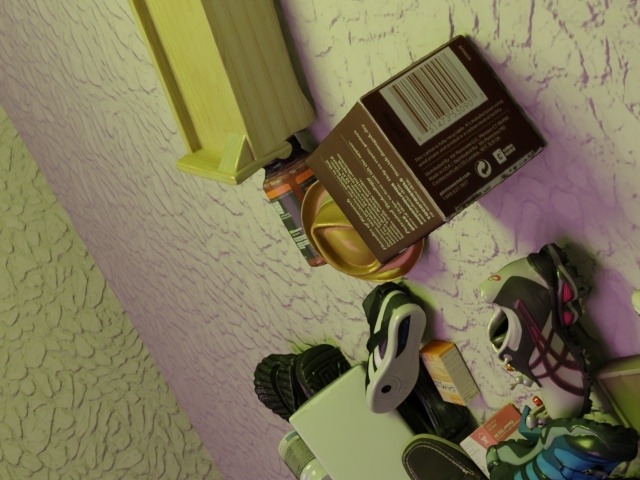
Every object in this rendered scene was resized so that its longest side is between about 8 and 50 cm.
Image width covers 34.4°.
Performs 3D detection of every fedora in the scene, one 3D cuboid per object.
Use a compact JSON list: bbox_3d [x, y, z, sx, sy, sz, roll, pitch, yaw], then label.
[{"bbox_3d":[0.051,-0.007,1.502,0.194,0.079,0.194,11,120,20],"label":"fedora"}]

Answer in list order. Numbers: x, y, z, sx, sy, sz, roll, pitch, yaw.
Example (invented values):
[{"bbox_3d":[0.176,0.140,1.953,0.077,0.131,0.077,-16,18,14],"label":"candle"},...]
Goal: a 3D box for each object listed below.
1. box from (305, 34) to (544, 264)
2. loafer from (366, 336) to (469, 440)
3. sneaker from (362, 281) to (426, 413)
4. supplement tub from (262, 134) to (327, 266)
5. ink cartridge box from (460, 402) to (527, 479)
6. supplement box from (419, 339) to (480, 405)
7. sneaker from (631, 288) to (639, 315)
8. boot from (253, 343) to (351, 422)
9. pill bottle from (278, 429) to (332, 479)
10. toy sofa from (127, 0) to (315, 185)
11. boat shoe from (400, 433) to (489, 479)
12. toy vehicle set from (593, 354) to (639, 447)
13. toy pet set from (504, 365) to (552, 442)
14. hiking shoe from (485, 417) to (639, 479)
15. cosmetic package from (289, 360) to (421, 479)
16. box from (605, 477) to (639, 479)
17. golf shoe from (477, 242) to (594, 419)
[{"bbox_3d":[0.118,-0.102,1.226,0.167,0.168,0.203,53,157,2],"label":"box"},{"bbox_3d":[0.150,0.244,1.729,0.223,0.078,0.076,46,154,21],"label":"loafer"},{"bbox_3d":[0.106,0.163,1.667,0.121,0.079,0.216,-123,40,-50],"label":"sneaker"},{"bbox_3d":[-0.020,-0.064,1.616,0.197,0.106,0.106,60,156,-9],"label":"supplement tub"},{"bbox_3d":[0.315,0.357,1.582,0.198,0.067,0.115,49,156,13],"label":"ink cartridge box"},{"bbox_3d":[0.203,0.209,1.638,0.098,0.036,0.062,61,157,-13],"label":"supplement box"},{"bbox_3d":[0.389,0.046,1.072,0.161,0.057,0.075,6,110,62],"label":"sneaker"},{"bbox_3d":[0.011,0.370,2.082,0.260,0.131,0.347,-30,84,59],"label":"boot"},{"bbox_3d":[-0.016,0.420,1.932,0.137,0.078,0.078,42,155,50],"label":"pill bottle"},{"bbox_3d":[-0.157,-0.276,1.477,0.150,0.177,0.362,15,135,43],"label":"toy sofa"},{"bbox_3d":[0.242,0.420,1.629,0.285,0.103,0.092,46,-175,6],"label":"boat shoe"},{"bbox_3d":[0.453,0.251,1.226,0.266,0.035,0.166,56,156,-2],"label":"toy vehicle set"},{"bbox_3d":[0.286,0.231,1.432,0.114,0.065,0.122,40,-166,-29],"label":"toy pet set"},{"bbox_3d":[0.312,0.311,1.324,0.304,0.113,0.132,126,152,-63],"label":"hiking shoe"},{"bbox_3d":[0.148,0.436,1.796,0.453,0.161,0.230,53,180,6],"label":"cosmetic package"},{"bbox_3d":[0.366,0.399,1.343,0.103,0.184,0.261,53,166,7],"label":"box"},{"bbox_3d":[0.267,0.128,1.286,0.105,0.120,0.272,-112,5,-58],"label":"golf shoe"}]
